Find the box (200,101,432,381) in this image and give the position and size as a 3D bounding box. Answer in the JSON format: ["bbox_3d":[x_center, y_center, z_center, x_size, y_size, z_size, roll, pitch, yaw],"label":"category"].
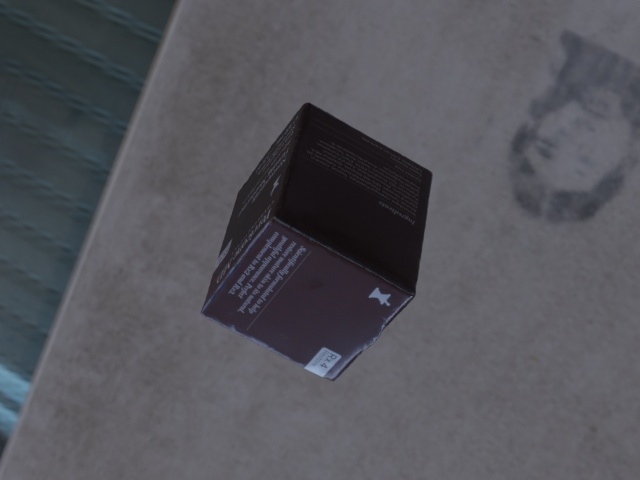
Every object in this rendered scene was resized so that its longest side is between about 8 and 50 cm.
[{"bbox_3d":[0.000,0.000,1.330,0.167,0.168,0.203,29,-140,-13],"label":"box"}]
